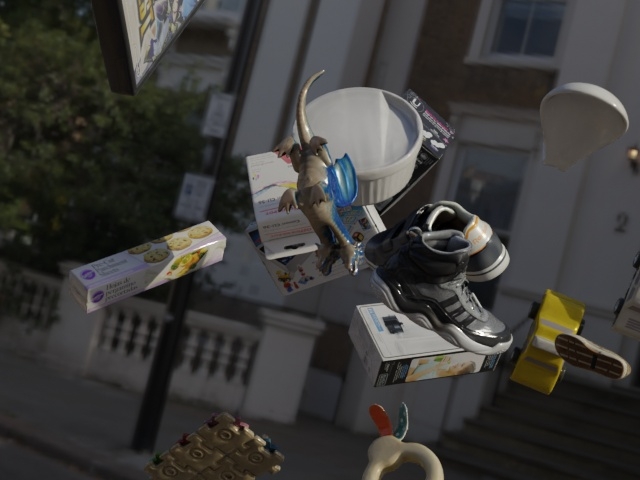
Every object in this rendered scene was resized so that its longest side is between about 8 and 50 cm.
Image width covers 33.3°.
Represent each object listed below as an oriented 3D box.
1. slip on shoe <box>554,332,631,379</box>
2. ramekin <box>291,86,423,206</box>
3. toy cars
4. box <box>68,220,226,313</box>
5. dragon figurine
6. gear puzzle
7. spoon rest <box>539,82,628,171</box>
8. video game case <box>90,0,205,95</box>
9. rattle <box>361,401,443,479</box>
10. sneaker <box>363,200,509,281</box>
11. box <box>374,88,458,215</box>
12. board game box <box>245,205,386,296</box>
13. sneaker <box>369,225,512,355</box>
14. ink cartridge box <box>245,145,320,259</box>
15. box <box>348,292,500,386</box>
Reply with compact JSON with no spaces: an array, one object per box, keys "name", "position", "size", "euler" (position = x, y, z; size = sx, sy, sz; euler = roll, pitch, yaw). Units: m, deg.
[{"name":"slip on shoe","position":[0.457,0.194,1.795],"size":[0.135,0.051,0.041],"euler":[21,12,38]},{"name":"ramekin","position":[0.080,-0.189,2.245],"size":[0.273,0.273,0.127],"euler":[13,-39,17]},{"name":"toy cars","position":[0.509,0.143,1.942],"size":[0.394,0.176,0.087],"euler":[-28,-1,9]},{"name":"box","position":[-0.327,0.047,2.059],"size":[0.324,0.063,0.067],"euler":[-21,50,-37]},{"name":"dragon figurine","position":[0.000,-0.089,1.549],"size":[0.085,0.289,0.144],"euler":[-13,-20,19]},{"name":"gear puzzle","position":[-0.231,0.438,2.053],"size":[0.175,0.339,0.044],"euler":[41,30,-22]},{"name":"spoon rest","position":[0.409,-0.176,1.726],"size":[0.137,0.084,0.276],"euler":[20,-13,5]},{"name":"video game case","position":[-0.163,-0.325,1.058],"size":[0.035,0.248,0.274],"euler":[11,-44,14]},{"name":"rattle","position":[0.131,0.362,1.638],"size":[0.143,0.130,0.199],"euler":[45,11,-34]},{"name":"sneaker","position":[0.195,-0.008,1.992],"size":[0.321,0.126,0.127],"euler":[2,-44,44]},{"name":"box","position":[0.174,-0.203,2.507],"size":[0.163,0.142,0.247],"euler":[42,-47,-4]},{"name":"board game box","position":[0.000,0.000,2.494],"size":[0.305,0.193,0.053],"euler":[-20,20,24]},{"name":"sneaker","position":[0.225,0.078,1.739],"size":[0.269,0.153,0.101],"euler":[27,24,-13]},{"name":"ink cartridge box","position":[-0.062,-0.069,1.915],"size":[0.115,0.198,0.067],"euler":[-12,-36,0]},{"name":"box","position":[0.226,0.210,2.300],"size":[0.290,0.087,0.169],"euler":[-4,42,-20]}]
